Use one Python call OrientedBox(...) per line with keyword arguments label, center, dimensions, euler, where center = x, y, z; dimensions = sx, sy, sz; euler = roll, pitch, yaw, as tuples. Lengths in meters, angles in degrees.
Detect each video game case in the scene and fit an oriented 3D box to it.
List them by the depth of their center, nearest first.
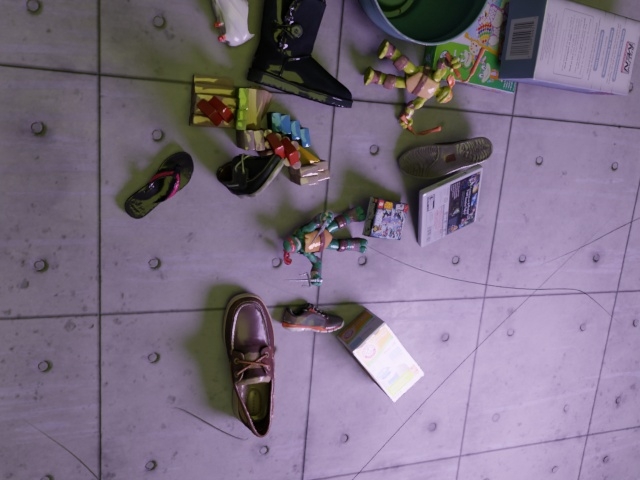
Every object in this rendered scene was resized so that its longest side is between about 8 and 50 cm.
OrientedBox(label="video game case", center=(0.320, -0.084, 1.389), dimensions=(0.173, 0.022, 0.190), euler=(-24, 139, -14))

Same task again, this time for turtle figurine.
OrientedBox(label="turtle figurine", center=(0.222, -0.370, 1.255), dimensions=(0.218, 0.269, 0.087), euler=(22, 52, -13))
OrientedBox(label="turtle figurine", center=(0.000, 0.000, 1.281), dimensions=(0.234, 0.118, 0.175), euler=(-18, 128, -34))

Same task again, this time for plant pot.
OrientedBox(label="plant pot", center=(0.184, -0.560, 1.163), dimensions=(0.293, 0.196, 0.292), euler=(-8, 110, -22))

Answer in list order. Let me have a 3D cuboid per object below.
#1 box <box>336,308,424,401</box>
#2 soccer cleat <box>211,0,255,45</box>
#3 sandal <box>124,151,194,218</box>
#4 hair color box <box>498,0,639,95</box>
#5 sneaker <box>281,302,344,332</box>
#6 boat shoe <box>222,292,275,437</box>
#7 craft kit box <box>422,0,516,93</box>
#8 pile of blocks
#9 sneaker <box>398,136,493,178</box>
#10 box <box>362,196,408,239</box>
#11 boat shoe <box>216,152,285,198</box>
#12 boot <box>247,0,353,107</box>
OrientedBox(label="box", center=(0.152, 0.291, 1.419), dimensions=(0.114, 0.103, 0.203), euler=(-40, 114, -8))
OrientedBox(label="soccer cleat", center=(-0.187, -0.492, 1.116), dimensions=(0.076, 0.068, 0.196), euler=(-23, 117, -20))
OrientedBox(label="sandal", center=(-0.331, -0.111, 1.166), dimensions=(0.179, 0.040, 0.067), euler=(-45, 114, -5))
OrientedBox(label="hair color box", center=(0.617, -0.467, 1.368), dimensions=(0.375, 0.114, 0.185), euler=(-2, 105, -31))
OrientedBox(label="sneaker", center=(-0.014, 0.185, 1.355), dimensions=(0.158, 0.061, 0.064), euler=(2, 96, -22))
OrientedBox(label="boat shoe", center=(-0.153, 0.293, 1.291), dimensions=(0.124, 0.123, 0.341), euler=(-4, 105, -20))
OrientedBox(label="craft kit box", center=(0.378, -0.497, 1.336), dimensions=(0.247, 0.061, 0.249), euler=(5, 101, -19))
OrientedBox(label="pile of blocks", center=(-0.109, -0.235, 1.181), dimensions=(0.362, 0.113, 0.148), euler=(28, 92, -25))
OrientedBox(label="sneaker", center=(0.306, -0.198, 1.374), dimensions=(0.222, 0.118, 0.083), euler=(-8, 93, 10))
OrientedBox(label="box", center=(0.157, -0.051, 1.342), dimensions=(0.137, 0.027, 0.093), euler=(4, 100, -51))
OrientedBox(label="boat shoe", center=(-0.146, -0.137, 1.129), dimensions=(0.079, 0.233, 0.084), euler=(40, 70, -22))
OrientedBox(label="boot", center=(-0.019, -0.406, 1.181), dimensions=(0.247, 0.094, 0.207), euler=(14, 102, -17))
